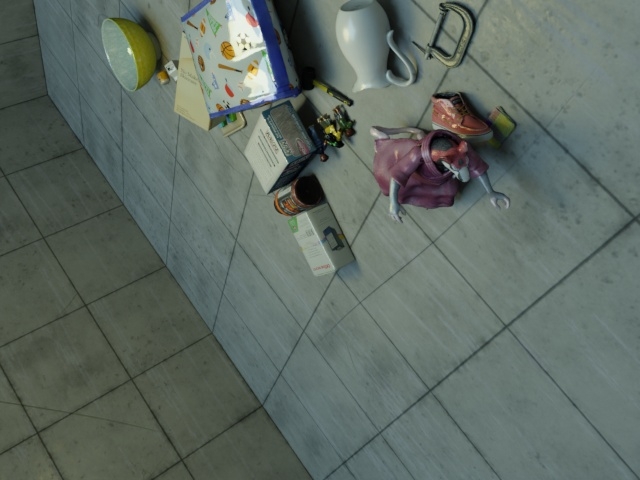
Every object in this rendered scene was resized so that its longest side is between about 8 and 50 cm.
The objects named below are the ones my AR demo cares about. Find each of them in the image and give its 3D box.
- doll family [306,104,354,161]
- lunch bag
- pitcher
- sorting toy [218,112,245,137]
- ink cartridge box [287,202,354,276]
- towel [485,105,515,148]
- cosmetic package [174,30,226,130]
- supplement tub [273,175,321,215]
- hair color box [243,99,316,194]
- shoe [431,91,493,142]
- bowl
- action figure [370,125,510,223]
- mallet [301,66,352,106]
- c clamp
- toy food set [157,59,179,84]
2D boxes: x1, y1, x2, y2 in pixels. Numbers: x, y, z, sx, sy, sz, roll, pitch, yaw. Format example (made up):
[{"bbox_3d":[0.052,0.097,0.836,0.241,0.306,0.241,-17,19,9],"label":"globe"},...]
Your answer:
[{"bbox_3d":[0.026,-0.300,1.780,0.111,0.076,0.193,59,155,-4],"label":"doll family"},{"bbox_3d":[-0.208,-0.540,1.773,0.385,0.239,0.328,8,118,63],"label":"lunch bag"},{"bbox_3d":[0.131,-0.454,1.455,0.178,0.125,0.207,8,134,31],"label":"pitcher"},{"bbox_3d":[-0.358,-0.486,2.243,0.193,0.038,0.208,-8,108,59],"label":"sorting toy"},{"bbox_3d":[0.000,0.000,2.042,0.154,0.093,0.212,-21,95,61],"label":"ink cartridge box"},{"bbox_3d":[0.382,-0.242,1.335,0.060,0.009,0.083,51,149,17],"label":"towel"},{"bbox_3d":[-0.387,-0.546,2.087,0.160,0.113,0.309,30,135,12],"label":"cosmetic package"},{"bbox_3d":[-0.083,-0.139,2.043,0.198,0.106,0.106,-22,96,61],"label":"supplement tub"},{"bbox_3d":[-0.134,-0.280,1.941,0.174,0.105,0.347,61,162,2],"label":"hair color box"},{"bbox_3d":[0.305,-0.273,1.362,0.178,0.063,0.081,37,146,53],"label":"shoe"},{"bbox_3d":[-0.733,-0.756,2.478,0.289,0.156,0.289,37,142,37],"label":"bowl"},{"bbox_3d":[0.258,-0.177,1.370,0.370,0.248,0.276,128,138,-79],"label":"action figure"},{"bbox_3d":[0.015,-0.414,1.736,0.189,0.039,0.062,42,146,23],"label":"mallet"},{"bbox_3d":[0.262,-0.444,1.338,0.137,0.022,0.161,51,149,19],"label":"c clamp"},{"bbox_3d":[-0.474,-0.604,2.233,0.232,0.111,0.104,-26,92,29],"label":"toy food set"}]
